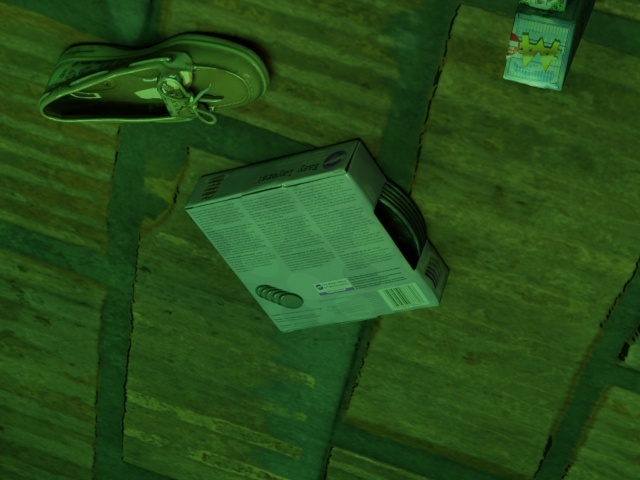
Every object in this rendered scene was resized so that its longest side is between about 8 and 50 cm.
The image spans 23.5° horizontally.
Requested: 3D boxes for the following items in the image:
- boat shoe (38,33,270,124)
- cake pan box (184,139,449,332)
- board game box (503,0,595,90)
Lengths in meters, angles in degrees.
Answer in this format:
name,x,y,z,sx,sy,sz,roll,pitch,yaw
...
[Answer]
name,x,y,z,sx,sy,sz,roll,pitch,yaw
boat shoe,-0.196,-0.176,1.816,0.285,0.089,0.104,-1,134,26
cake pan box,0.000,0.000,1.940,0.267,0.070,0.245,-13,131,35
board game box,0.227,-0.246,1.463,0.060,0.194,0.194,13,140,12
